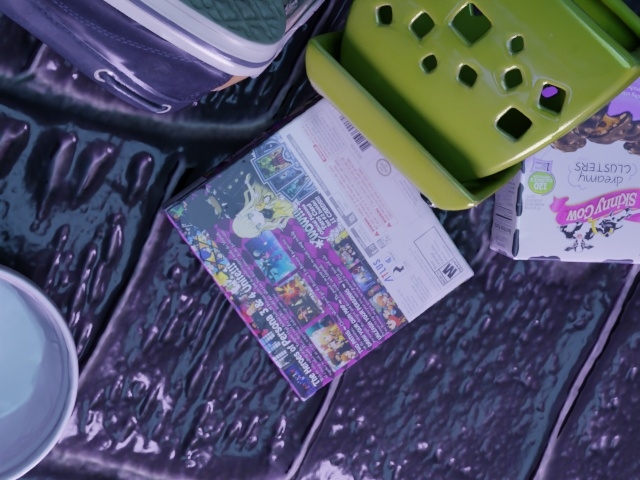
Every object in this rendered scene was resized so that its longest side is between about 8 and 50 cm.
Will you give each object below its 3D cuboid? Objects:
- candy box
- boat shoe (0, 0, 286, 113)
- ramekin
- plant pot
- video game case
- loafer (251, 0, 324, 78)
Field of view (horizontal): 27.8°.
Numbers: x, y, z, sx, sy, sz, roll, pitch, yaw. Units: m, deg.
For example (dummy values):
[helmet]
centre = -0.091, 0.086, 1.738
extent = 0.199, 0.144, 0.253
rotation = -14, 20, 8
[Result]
[candy box]
centre = 0.261, -0.078, 1.263
extent = 0.165, 0.070, 0.196
rotation = 2, 98, -13
[boat shoe]
centre = -0.261, -0.261, 1.041
extent = 0.500, 0.186, 0.156
rotation = 32, 132, -25
[ramekin]
centre = -0.319, 0.110, 1.134
extent = 0.207, 0.109, 0.207
rotation = -2, 99, -13
[plant pot]
centre = 0.133, -0.161, 1.106
extent = 0.227, 0.228, 0.207
rotation = 45, 112, 5
[video game case]
centre = 0.000, 0.000, 1.228
extent = 0.210, 0.042, 0.232
rotation = -37, 105, -6
[loafer]
centre = -0.034, -0.207, 1.188
extent = 0.039, 0.045, 0.125
rotation = 40, 91, -9
